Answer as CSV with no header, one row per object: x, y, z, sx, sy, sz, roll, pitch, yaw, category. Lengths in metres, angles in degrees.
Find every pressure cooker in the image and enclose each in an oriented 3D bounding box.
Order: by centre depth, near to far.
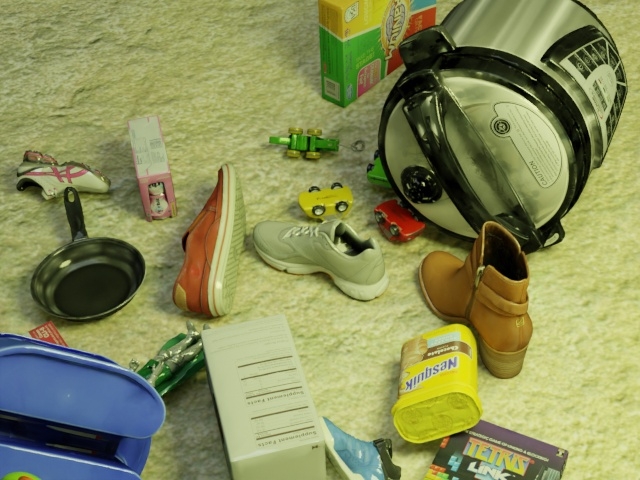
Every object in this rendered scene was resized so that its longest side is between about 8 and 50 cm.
0.301,-0.195,1.805,0.369,0.376,0.420,25,45,12,pressure cooker

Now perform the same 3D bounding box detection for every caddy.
-0.377,0.258,1.434,0.341,0.179,0.241,19,77,-28,caddy

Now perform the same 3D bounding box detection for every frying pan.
-0.434,0.038,1.848,0.197,0.053,0.326,-31,48,-26,frying pan

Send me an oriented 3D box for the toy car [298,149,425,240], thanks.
0.102,-0.088,1.939,0.239,0.053,0.225,15,46,18,toy car

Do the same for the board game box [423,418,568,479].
0.245,0.331,1.492,0.170,0.048,0.141,17,48,20,board game box

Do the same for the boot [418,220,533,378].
0.240,0.055,1.657,0.109,0.220,0.283,-15,44,-10,boot

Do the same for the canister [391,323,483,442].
0.173,0.207,1.570,0.126,0.073,0.170,-22,26,19,canister

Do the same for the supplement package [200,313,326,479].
-0.084,0.247,1.537,0.133,0.139,0.244,-11,43,-9,supplement package

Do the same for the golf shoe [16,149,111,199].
-0.486,-0.110,2.007,0.186,0.067,0.086,13,75,14,golf shoe

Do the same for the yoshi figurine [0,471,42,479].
-0.239,0.404,1.267,0.362,0.203,0.203,25,92,12,yoshi figurine

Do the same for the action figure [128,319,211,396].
-0.260,0.211,1.630,0.137,0.063,0.232,1,35,48,action figure

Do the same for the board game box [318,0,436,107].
0.123,-0.454,2.186,0.064,0.242,0.316,30,54,29,board game box

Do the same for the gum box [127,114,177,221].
-0.312,-0.133,1.976,0.062,0.107,0.188,-11,44,-7,gum box

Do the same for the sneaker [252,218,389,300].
0.000,0.000,1.804,0.262,0.121,0.099,19,47,22,sneaker

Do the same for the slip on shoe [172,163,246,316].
-0.189,-0.010,1.838,0.101,0.123,0.331,-1,48,9,slip on shoe

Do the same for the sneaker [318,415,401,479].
0.058,0.301,1.526,0.084,0.058,0.152,-28,52,-15,sneaker

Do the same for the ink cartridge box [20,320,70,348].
-0.446,0.235,1.584,0.176,0.128,0.127,-26,48,-23,ink cartridge box

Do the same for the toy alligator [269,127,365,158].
-0.004,-0.187,2.055,0.189,0.056,0.051,5,4,9,toy alligator
